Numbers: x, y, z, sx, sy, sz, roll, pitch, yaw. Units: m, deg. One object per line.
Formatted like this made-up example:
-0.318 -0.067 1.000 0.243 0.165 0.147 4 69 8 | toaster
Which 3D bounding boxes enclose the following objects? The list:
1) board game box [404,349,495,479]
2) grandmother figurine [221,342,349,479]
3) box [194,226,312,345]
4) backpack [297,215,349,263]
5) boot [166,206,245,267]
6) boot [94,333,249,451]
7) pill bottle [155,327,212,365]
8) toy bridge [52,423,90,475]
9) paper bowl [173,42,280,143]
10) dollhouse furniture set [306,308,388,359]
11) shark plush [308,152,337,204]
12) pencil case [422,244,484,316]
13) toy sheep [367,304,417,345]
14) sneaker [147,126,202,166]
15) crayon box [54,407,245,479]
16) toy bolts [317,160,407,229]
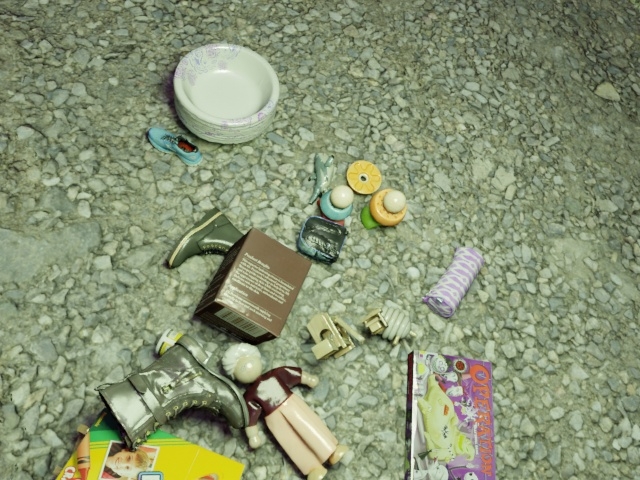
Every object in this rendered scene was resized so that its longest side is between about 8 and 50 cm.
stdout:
0.306 0.445 1.313 0.208 0.056 0.346 12 62 -11 | board game box
-0.089 0.364 1.237 0.342 0.104 0.208 46 55 9 | grandmother figurine
-0.156 0.112 1.286 0.168 0.167 0.203 33 60 -15 | box
0.000 0.000 1.443 0.114 0.084 0.105 25 63 -4 | backpack
-0.272 0.022 1.383 0.137 0.077 0.198 38 63 2 | boot
-0.298 0.343 1.134 0.263 0.091 0.229 49 52 4 | boot
-0.308 0.252 1.261 0.116 0.065 0.065 26 61 2 | pill bottle
-0.514 0.466 1.110 0.026 0.063 0.188 22 60 -1 | toy bridge
-0.261 -0.393 1.546 0.284 0.148 0.284 5 62 -10 | paper bowl
0.057 0.188 1.277 0.161 0.182 0.101 -33 73 6 | dollhouse furniture set
-0.002 -0.171 1.565 0.067 0.073 0.161 12 82 15 | shark plush
0.354 0.108 1.473 0.088 0.086 0.206 25 57 28 | pencil case
0.178 0.209 1.380 0.132 0.091 0.091 27 61 6 | toy sheep
-0.389 -0.267 1.497 0.162 0.073 0.063 27 62 2 | sneaker
-0.349 0.529 1.014 0.313 0.106 0.363 21 36 0 | crayon box
0.104 -0.130 1.476 0.229 0.158 0.218 -11 75 -17 | toy bolts
